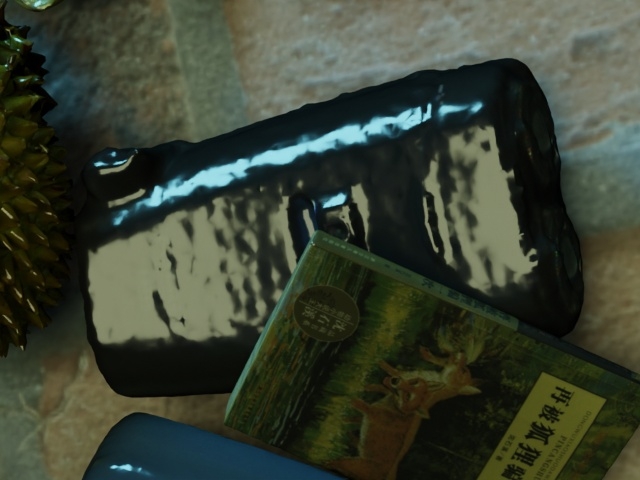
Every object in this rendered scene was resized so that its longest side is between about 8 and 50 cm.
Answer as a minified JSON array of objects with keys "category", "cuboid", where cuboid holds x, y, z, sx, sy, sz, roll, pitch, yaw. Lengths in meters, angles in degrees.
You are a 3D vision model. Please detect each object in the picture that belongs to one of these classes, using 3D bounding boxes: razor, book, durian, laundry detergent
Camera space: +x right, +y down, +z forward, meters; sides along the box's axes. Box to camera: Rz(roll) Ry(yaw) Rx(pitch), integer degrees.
[{"category":"razor","cuboid":[0.000,0.000,1.022,0.326,0.107,0.189,-10,88,19]},{"category":"book","cuboid":[0.070,0.099,0.970,0.228,0.024,0.160,24,124,-3]},{"category":"durian","cuboid":[-0.275,-0.040,1.049,0.258,0.258,0.293,-6,106,19]},{"category":"laundry detergent","cuboid":[-0.011,0.204,1.007,0.289,0.094,0.143,13,133,23]}]

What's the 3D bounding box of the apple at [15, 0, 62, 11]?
[{"category":"apple","cuboid":[-0.219,-0.291,1.099,0.265,0.120,0.193,39,89,13]}]
